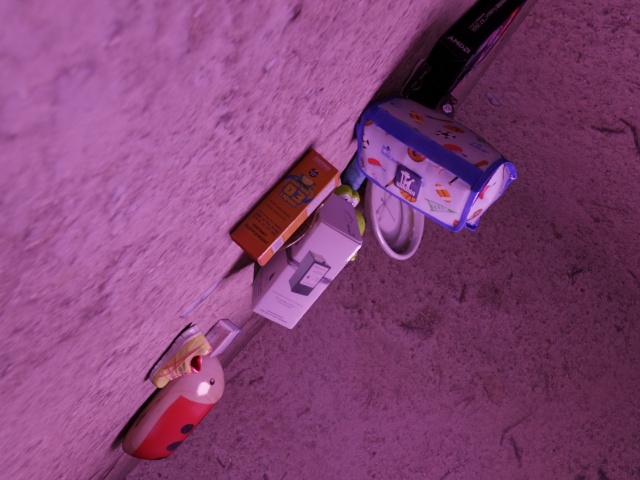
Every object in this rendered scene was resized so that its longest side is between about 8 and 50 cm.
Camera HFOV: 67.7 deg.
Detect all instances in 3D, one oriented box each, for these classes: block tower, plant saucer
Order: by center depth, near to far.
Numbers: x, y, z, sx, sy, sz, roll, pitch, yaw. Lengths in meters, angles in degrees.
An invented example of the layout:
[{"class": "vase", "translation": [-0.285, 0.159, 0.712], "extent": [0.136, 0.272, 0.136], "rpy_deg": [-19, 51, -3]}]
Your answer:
[{"class": "plant saucer", "translation": [0.257, -0.127, 1.765], "extent": [0.100, 0.401, 0.400], "rpy_deg": [-5, -154, 38]}, {"class": "block tower", "translation": [0.149, -0.170, 1.815], "extent": [0.335, 0.091, 0.097], "rpy_deg": [-42, 171, -47]}]

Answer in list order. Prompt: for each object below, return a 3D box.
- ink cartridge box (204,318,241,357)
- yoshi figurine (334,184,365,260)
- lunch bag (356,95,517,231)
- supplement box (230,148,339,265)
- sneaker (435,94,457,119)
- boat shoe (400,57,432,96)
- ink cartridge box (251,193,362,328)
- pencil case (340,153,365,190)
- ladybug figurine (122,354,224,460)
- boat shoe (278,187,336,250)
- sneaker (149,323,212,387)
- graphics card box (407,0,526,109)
[{"class": "ink cartridge box", "translation": [-0.324, 0.311, 1.530], "extent": [0.104, 0.061, 0.181], "rpy_deg": [-49, 175, -7]}, {"class": "yoshi figurine", "translation": [0.001, 0.010, 1.393], "extent": [0.362, 0.203, 0.203], "rpy_deg": [-54, 167, 16]}, {"class": "lunch bag", "translation": [0.280, -0.188, 1.174], "extent": [0.239, 0.327, 0.385], "rpy_deg": [-57, 161, 12]}, {"class": "supplement box", "translation": [-0.065, -0.064, 0.923], "extent": [0.233, 0.078, 0.080], "rpy_deg": [-48, 172, -12]}, {"class": "sneaker", "translation": [0.308, -0.350, 1.447], "extent": [0.281, 0.162, 0.106], "rpy_deg": [-49, 175, 3]}, {"class": "boat shoe", "translation": [0.242, -0.404, 1.207], "extent": [0.046, 0.038, 0.125], "rpy_deg": [-46, 174, -30]}, {"class": "ink cartridge box", "translation": [-0.042, 0.032, 1.157], "extent": [0.289, 0.121, 0.211], "rpy_deg": [-52, -158, 22]}, {"class": "pencil case", "translation": [0.114, -0.210, 1.392], "extent": [0.070, 0.064, 0.152], "rpy_deg": [-54, 180, -43]}, {"class": "ladybug figurine", "translation": [-0.470, 0.561, 1.574], "extent": [0.449, 0.162, 0.305], "rpy_deg": [-50, 175, 12]}, {"class": "boat shoe", "translation": [-0.046, -0.067, 1.022], "extent": [0.224, 0.080, 0.073], "rpy_deg": [-52, -168, -13]}, {"class": "sneaker", "translation": [-0.344, 0.307, 1.181], "extent": [0.208, 0.094, 0.081], "rpy_deg": [-50, 176, 23]}, {"class": "graphics card box", "translation": [0.413, -0.542, 1.331], "extent": [0.371, 0.094, 0.233], "rpy_deg": [-45, 174, -25]}]
